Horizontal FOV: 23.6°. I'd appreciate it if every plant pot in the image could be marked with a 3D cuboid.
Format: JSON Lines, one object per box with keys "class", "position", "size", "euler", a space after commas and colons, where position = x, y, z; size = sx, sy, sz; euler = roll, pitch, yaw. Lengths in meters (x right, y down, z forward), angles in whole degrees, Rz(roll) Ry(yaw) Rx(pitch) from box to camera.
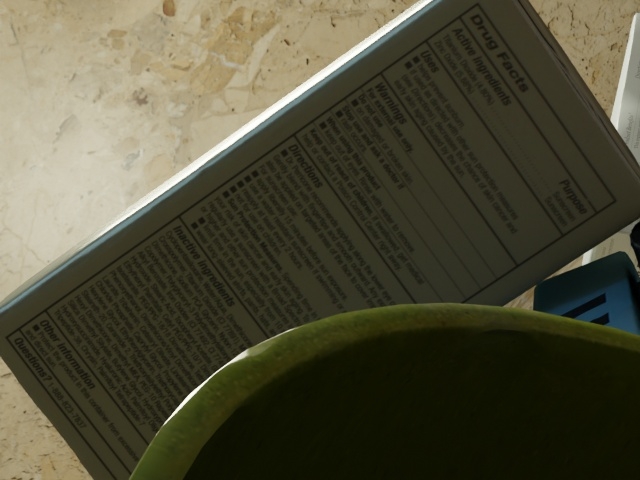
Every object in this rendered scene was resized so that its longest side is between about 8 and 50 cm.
{"class": "plant pot", "position": [0.049, 0.266, 0.391], "size": [0.353, 0.366, 0.366], "euler": [-61, -5, 27]}

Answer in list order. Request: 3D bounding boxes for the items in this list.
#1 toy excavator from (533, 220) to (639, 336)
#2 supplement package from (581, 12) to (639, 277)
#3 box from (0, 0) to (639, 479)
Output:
{"class": "toy excavator", "position": [0.079, 0.136, 0.759], "size": [0.445, 0.222, 0.433], "euler": [-21, 13, 13]}
{"class": "supplement package", "position": [0.308, -0.026, 1.314], "size": [0.204, 0.145, 0.262], "euler": [91, -166, -50]}
{"class": "box", "position": [0.000, 0.000, 0.787], "size": [0.311, 0.148, 0.121], "euler": [-33, 7, 11]}
